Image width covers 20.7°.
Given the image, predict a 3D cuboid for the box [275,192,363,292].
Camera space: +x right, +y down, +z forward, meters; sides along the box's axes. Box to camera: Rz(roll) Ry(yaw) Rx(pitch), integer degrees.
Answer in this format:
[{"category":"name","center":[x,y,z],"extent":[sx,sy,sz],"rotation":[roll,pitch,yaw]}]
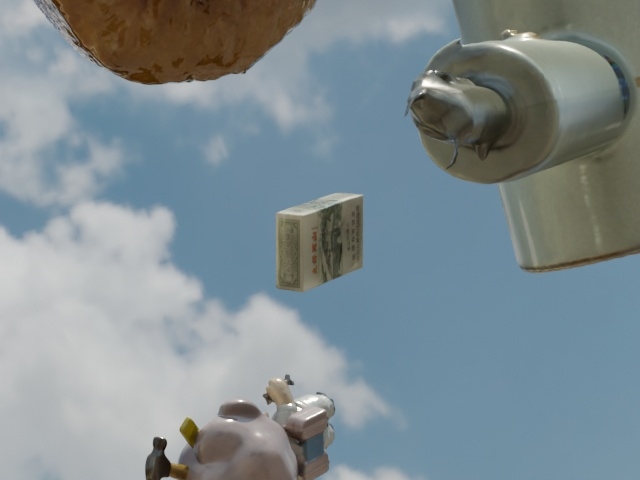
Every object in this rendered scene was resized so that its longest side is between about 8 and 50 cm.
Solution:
[{"category":"box","center":[0.000,0.000,1.188],"extent":[0.083,0.024,0.054],"rotation":[-20,-64,-57]}]

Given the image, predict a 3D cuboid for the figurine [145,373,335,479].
[{"category":"figurine","center":[-0.058,0.204,1.616],"extent":[0.229,0.112,0.137],"rotation":[-23,-54,-50]}]

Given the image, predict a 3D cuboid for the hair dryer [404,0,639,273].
[{"category":"hair dryer","center":[0.084,-0.065,0.664],"extent":[0.108,0.173,0.357],"rotation":[-15,1,18]}]

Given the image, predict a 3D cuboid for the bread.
[{"category":"bread","center":[-0.107,-0.169,1.157],"extent":[0.260,0.129,0.134],"rotation":[1,-85,-35]}]
